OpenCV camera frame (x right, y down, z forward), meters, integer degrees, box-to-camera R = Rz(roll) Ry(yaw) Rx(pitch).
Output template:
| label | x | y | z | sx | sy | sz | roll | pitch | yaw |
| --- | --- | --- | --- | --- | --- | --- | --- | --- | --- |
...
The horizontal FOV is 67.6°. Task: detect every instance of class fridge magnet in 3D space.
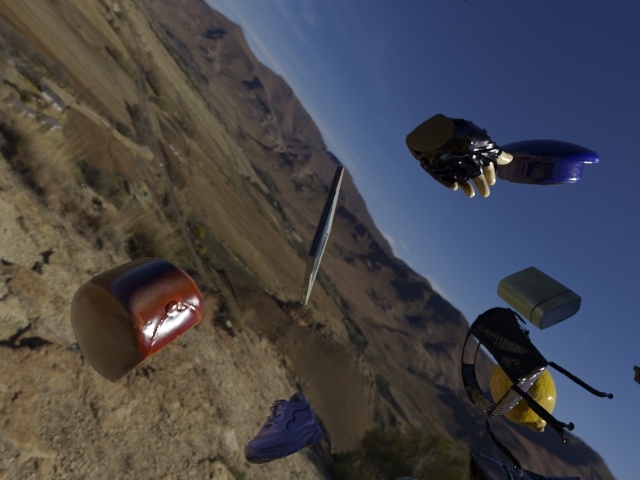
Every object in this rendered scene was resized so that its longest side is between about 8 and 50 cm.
| label | x | y | z | sx | sy | sz | roll | pitch | yaw |
| --- | --- | --- | --- | --- | --- | --- | --- | --- | --- |
| fridge magnet | 0.556 | -0.200 | 1.214 | 0.265 | 0.265 | 0.113 | -114 | -155 | -79 |

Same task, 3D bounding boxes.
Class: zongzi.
| label | x | y | z | sx | sy | sz | roll | pitch | yaw |
| --- | --- | --- | --- | --- | --- | --- | --- | --- | --- |
| zongzi | 0.465 | 0.640 | 1.164 | 0.319 | 0.383 | 0.363 | -66 | 155 | -52 |

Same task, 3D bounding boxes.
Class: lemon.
| label | x | y | z | sx | sy | sz | roll | pitch | yaw |
| --- | --- | --- | --- | --- | --- | --- | --- | --- | --- |
| lemon | 0.612 | 0.452 | 1.450 | 0.187 | 0.186 | 0.244 | 44 | 27 | -79 |

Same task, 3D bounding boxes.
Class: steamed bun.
| label | x | y | z | sx | sy | sz | roll | pitch | yaw |
| --- | --- | --- | --- | --- | --- | --- | --- | --- | --- |
| steamed bun | -0.483 | 0.184 | 1.223 | 0.248 | 0.379 | 0.235 | 54 | 45 | 1 |

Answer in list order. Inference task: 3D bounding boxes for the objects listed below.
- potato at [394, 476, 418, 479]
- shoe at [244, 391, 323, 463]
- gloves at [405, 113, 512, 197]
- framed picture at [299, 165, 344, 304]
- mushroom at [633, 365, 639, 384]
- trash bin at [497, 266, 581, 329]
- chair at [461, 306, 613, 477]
| label | x | y | z | sx | sy | sz | roll | pitch | yaw |
| --- | --- | --- | --- | --- | --- | --- | --- | --- | --- |
| potato | 0.224 | 0.608 | 1.035 | 0.193 | 0.157 | 0.157 | -3 | -48 | 47 |
| shoe | -0.097 | 0.460 | 1.184 | 0.245 | 0.095 | 0.138 | 7 | 55 | -52 |
| gloves | 0.289 | -0.165 | 0.965 | 0.203 | 0.164 | 0.124 | 26 | 61 | -43 |
| framed picture | 0.000 | 0.000 | 1.161 | 0.020 | 0.241 | 0.324 | 17 | -27 | 3 |
| mushroom | 0.868 | 0.262 | 0.945 | 0.397 | 0.313 | 0.225 | -9 | 77 | -43 |
| trash bin | 0.478 | 0.123 | 1.052 | 0.130 | 0.116 | 0.059 | -131 | -152 | -53 |
| chair | 0.315 | 0.224 | 0.760 | 0.213 | 0.174 | 0.149 | 54 | -36 | 32 |
